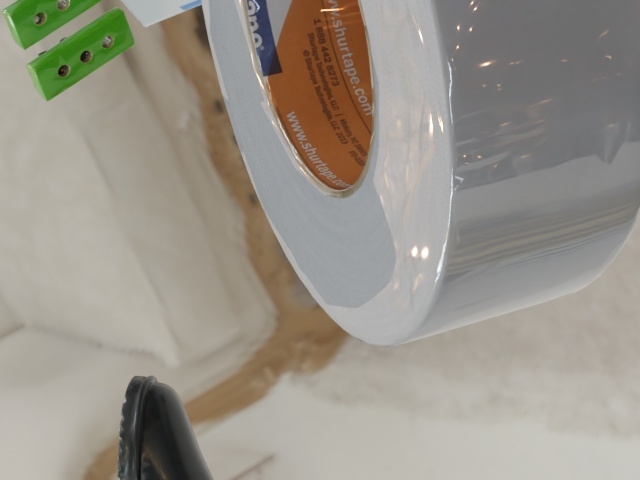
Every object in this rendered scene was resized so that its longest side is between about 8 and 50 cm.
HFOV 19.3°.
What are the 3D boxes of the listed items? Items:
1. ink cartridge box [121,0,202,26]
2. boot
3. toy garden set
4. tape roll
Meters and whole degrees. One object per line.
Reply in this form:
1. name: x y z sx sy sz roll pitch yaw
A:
1. ink cartridge box: -0.048 -0.173 0.956 0.052 0.122 0.088 49 149 -21
2. boot: -0.058 0.227 1.523 0.094 0.207 0.246 78 -170 -68
3. toy garden set: -0.227 -0.283 1.770 0.049 0.204 0.244 37 156 40
4. tape roll: 0.026 -0.078 0.633 0.219 0.072 0.219 166 90 -72
